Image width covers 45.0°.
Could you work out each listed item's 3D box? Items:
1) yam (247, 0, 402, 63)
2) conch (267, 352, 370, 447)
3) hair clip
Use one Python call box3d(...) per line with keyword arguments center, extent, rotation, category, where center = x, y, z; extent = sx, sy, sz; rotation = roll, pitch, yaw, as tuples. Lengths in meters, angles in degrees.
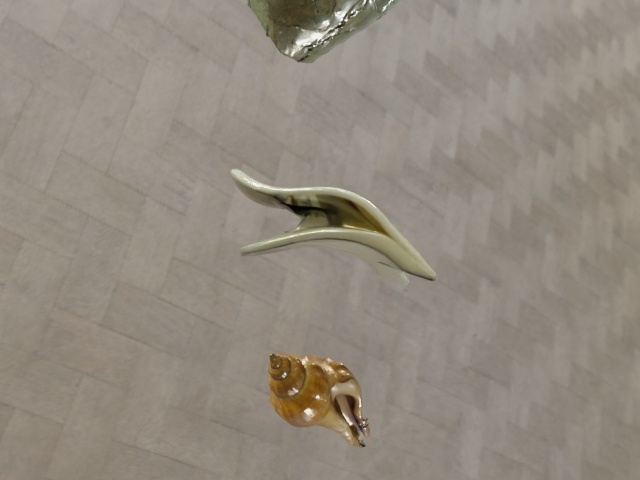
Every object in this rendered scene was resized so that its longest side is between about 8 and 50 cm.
box3d(center=(0.011, -0.441, 1.281), extent=(0.201, 0.271, 0.202), rotation=(35, 23, -42), category="yam")
box3d(center=(-0.002, 0.227, 1.110), extent=(0.109, 0.093, 0.330), rotation=(-56, 147, -14), category="conch")
box3d(center=(0.009, -0.017, 1.042), extent=(0.282, 0.172, 0.113), rotation=(10, 84, -5), category="hair clip")
